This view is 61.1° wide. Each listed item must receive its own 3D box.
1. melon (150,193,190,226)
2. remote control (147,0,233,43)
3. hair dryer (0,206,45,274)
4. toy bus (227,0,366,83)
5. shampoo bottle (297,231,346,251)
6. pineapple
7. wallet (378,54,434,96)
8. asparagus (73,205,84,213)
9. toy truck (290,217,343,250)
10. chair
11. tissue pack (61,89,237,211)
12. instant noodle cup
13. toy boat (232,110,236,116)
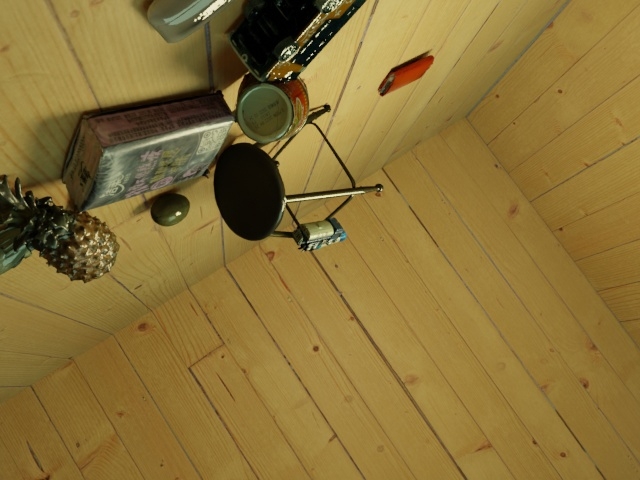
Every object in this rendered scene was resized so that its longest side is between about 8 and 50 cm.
[{"bbox_3d":[-0.472,-0.098,1.710,0.130,0.098,0.098,-30,172,-35],"label":"melon"},{"bbox_3d":[-0.156,-0.453,0.946,0.313,0.055,0.109,-35,173,2],"label":"remote control"},{"bbox_3d":[-0.723,-0.004,1.343,0.219,0.088,0.225,-40,-175,11],"label":"hair dryer"},{"bbox_3d":[-0.042,-0.460,1.107,0.275,0.138,0.167,-41,173,28],"label":"toy bus"},{"bbox_3d":[0.000,0.000,1.874,0.183,0.050,0.087,-17,-168,-41],"label":"shampoo bottle"},{"bbox_3d":[-0.600,-0.026,1.218,0.169,0.169,0.340,-34,154,-4],"label":"pineapple"},{"bbox_3d":[0.324,-0.628,2.058,0.204,0.045,0.142,-31,174,-23],"label":"wallet"},{"bbox_3d":[-0.603,-0.099,1.375,0.036,0.030,0.165,-42,179,-39],"label":"asparagus"},{"bbox_3d":[-0.012,-0.026,1.753,0.201,0.074,0.088,-12,150,-49],"label":"toy truck"},{"bbox_3d":[-0.110,-0.193,1.806,0.410,0.365,0.362,-19,164,-48],"label":"chair"},{"bbox_3d":[-0.393,-0.209,1.265,0.361,0.122,0.259,-26,167,-42],"label":"tissue pack"},{"bbox_3d":[-0.120,-0.311,1.262,0.193,0.193,0.212,-36,-165,12],"label":"instant noodle cup"},{"bbox_3d":[-0.195,-0.369,1.502,0.115,0.016,0.063,-36,174,8],"label":"toy boat"}]
